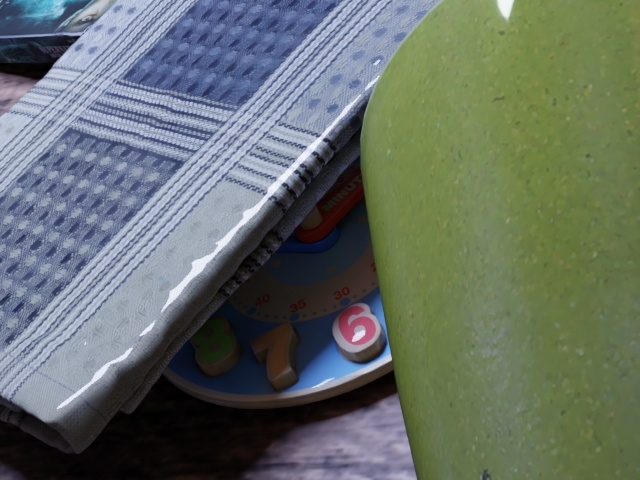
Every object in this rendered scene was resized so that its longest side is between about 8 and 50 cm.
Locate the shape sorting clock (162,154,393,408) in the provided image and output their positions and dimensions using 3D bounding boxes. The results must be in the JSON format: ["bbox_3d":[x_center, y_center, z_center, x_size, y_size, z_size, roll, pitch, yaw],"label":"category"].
[{"bbox_3d":[0.000,0.000,0.956,0.206,0.040,0.206,-19,36,15],"label":"shape sorting clock"}]

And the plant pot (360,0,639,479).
[{"bbox_3d":[0.147,0.088,0.579,0.274,0.275,0.293,-14,52,21],"label":"plant pot"}]

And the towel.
[{"bbox_3d":[-0.092,-0.035,1.016,0.324,0.056,0.312,-46,33,-17],"label":"towel"}]

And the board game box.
[{"bbox_3d":[-0.159,-0.165,1.264,0.186,0.026,0.126,5,48,52],"label":"board game box"}]
